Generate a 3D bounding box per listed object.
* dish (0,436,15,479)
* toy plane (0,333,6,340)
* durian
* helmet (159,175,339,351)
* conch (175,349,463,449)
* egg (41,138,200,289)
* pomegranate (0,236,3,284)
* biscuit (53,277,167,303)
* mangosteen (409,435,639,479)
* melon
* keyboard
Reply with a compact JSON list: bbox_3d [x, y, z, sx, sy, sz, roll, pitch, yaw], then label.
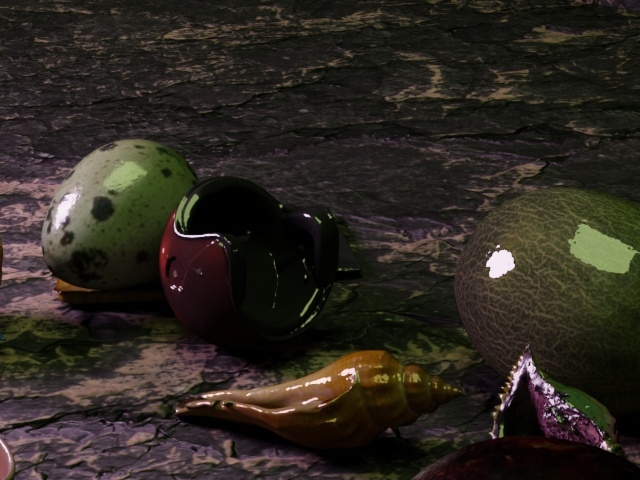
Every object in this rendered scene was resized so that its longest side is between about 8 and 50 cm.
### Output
[{"bbox_3d":[-0.389,0.247,1.468,0.213,0.090,0.213,2,24,-1],"label":"dish"},{"bbox_3d":[-0.446,0.125,1.807,0.167,0.062,0.054,-4,20,-35],"label":"toy plane"},{"bbox_3d":[0.246,0.213,1.567,0.108,0.119,0.187,30,12,-42],"label":"durian"},{"bbox_3d":[-0.092,0.029,1.850,0.189,0.193,0.216,-15,69,-40],"label":"helmet"},{"bbox_3d":[-0.006,0.178,1.651,0.330,0.093,0.109,-13,34,25],"label":"conch"},{"bbox_3d":[-0.247,-0.026,1.948,0.177,0.177,0.228,20,48,40],"label":"egg"},{"bbox_3d":[-0.473,0.031,1.869,0.196,0.196,0.196,0,22,0],"label":"pomegranate"},{"bbox_3d":[-0.214,0.040,2.046,0.254,0.029,0.172,-1,23,-2],"label":"biscuit"},{"bbox_3d":[0.162,0.284,1.134,0.311,0.311,0.311,0,22,0],"label":"mangosteen"},{"bbox_3d":[0.289,0.067,1.698,0.237,0.238,0.301,-19,31,-38],"label":"melon"},{"bbox_3d":[0.000,0.001,2.149,0.072,0.023,0.231,2,22,-13],"label":"keyboard"}]
